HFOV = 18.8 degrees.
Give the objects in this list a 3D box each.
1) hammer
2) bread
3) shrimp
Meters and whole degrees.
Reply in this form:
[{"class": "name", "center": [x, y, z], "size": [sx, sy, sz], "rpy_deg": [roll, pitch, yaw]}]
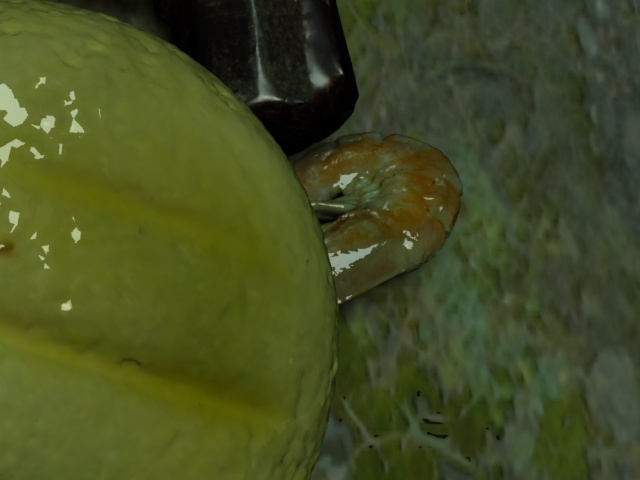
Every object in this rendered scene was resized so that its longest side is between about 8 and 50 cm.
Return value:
[{"class": "hammer", "center": [-0.177, -0.180, 1.041], "size": [0.408, 0.095, 0.243], "rpy_deg": [5, 67, -30]}, {"class": "bread", "center": [-0.149, 0.044, 0.895], "size": [0.320, 0.237, 0.321], "rpy_deg": [10, 72, -33]}, {"class": "shrimp", "center": [0.000, 0.000, 1.097], "size": [0.190, 0.042, 0.101], "rpy_deg": [-35, 61, -25]}]
